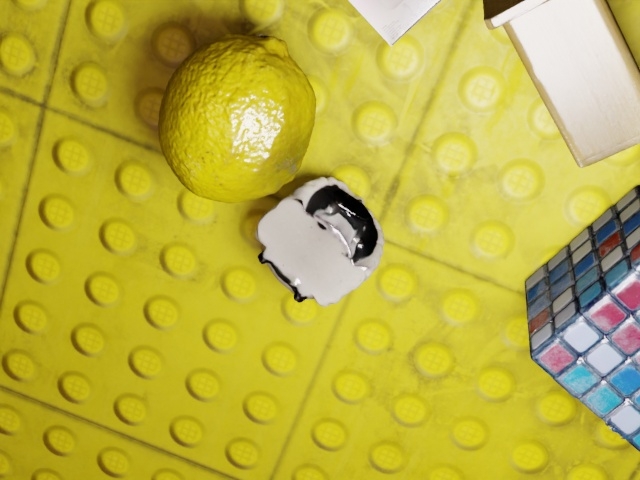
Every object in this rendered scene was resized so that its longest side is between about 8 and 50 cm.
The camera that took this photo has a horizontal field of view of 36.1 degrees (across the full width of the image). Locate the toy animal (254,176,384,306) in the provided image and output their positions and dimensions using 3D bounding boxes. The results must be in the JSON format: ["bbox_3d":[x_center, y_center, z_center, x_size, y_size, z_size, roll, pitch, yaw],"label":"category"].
[{"bbox_3d":[0.000,0.000,1.785,0.208,0.156,0.204,47,115,-3],"label":"toy animal"}]

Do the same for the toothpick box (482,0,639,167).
[{"bbox_3d":[0.410,-0.294,1.568,0.188,0.190,0.308,-26,113,20],"label":"toothpick box"}]

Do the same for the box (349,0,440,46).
[{"bbox_3d":[0.123,-0.416,1.632,0.130,0.051,0.129,-40,101,22],"label":"box"}]

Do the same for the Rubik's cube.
[{"bbox_3d":[0.548,0.132,1.670,0.292,0.293,0.287,42,114,-7],"label":"Rubik's cube"}]

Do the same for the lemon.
[{"bbox_3d":[-0.145,-0.198,1.662,0.268,0.268,0.321,21,112,1],"label":"lemon"}]
